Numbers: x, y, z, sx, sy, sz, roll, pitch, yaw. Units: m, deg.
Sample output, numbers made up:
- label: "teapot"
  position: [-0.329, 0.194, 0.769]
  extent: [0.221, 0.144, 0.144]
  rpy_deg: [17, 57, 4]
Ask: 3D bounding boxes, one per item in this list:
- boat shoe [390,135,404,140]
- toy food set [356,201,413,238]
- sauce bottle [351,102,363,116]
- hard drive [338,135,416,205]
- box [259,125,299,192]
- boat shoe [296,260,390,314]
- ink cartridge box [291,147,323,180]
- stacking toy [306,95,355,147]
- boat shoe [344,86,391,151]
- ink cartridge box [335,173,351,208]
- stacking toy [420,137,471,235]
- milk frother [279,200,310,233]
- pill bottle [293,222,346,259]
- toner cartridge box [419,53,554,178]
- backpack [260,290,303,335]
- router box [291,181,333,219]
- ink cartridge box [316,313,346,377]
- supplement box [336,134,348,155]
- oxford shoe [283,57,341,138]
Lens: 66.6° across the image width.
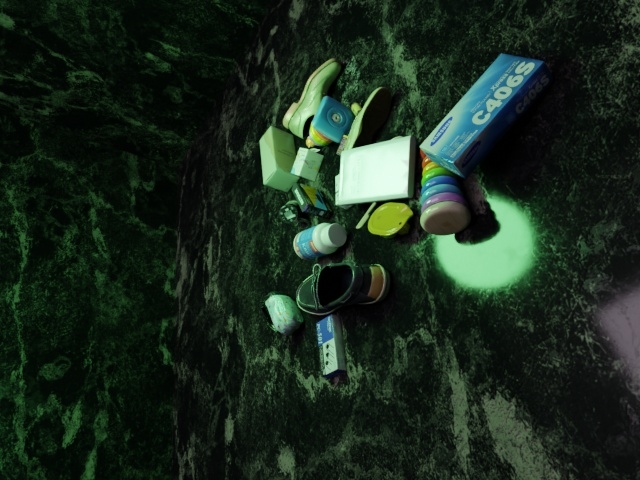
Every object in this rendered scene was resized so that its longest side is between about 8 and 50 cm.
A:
- label: "boat shoe"
  position: [0.257, -0.331, 1.764]
  extent: [0.137, 0.049, 0.043]
  rpy_deg: [-46, 1, 38]
- label: "toy food set"
  position: [0.235, -0.059, 1.655]
  extent: [0.218, 0.071, 0.128]
  rpy_deg: [15, 70, 56]
- label: "sauce bottle"
  position: [0.162, -0.522, 2.001]
  extent: [0.042, 0.042, 0.128]
  rpy_deg: [-55, 34, 27]
- label: "hard drive"
  position: [0.196, -0.241, 1.741]
  extent: [0.319, 0.040, 0.210]
  rpy_deg: [-2, 81, 46]
- label: "box"
  position: [-0.206, -0.404, 2.423]
  extent: [0.121, 0.148, 0.311]
  rpy_deg: [-44, 43, 38]
- label: "boat shoe"
  position: [0.037, 0.166, 1.768]
  extent: [0.500, 0.156, 0.186]
  rpy_deg: [-17, 63, 55]
- label: "ink cartridge box"
  position: [-0.058, -0.355, 2.219]
  extent: [0.092, 0.090, 0.143]
  rpy_deg: [27, 100, 58]
- label: "stacking toy"
  position: [0.008, -0.475, 2.140]
  extent: [0.302, 0.166, 0.175]
  rpy_deg: [-27, 38, 63]
- label: "boat shoe"
  position: [0.173, -0.456, 1.896]
  extent: [0.098, 0.109, 0.302]
  rpy_deg: [52, 125, 52]
- label: "ink cartridge box"
  position: [0.109, -0.207, 1.921]
  extent: [0.099, 0.056, 0.135]
  rpy_deg: [-31, 50, 46]
- label: "stacking toy"
  position: [0.361, -0.182, 1.471]
  extent: [0.141, 0.141, 0.330]
  rpy_deg: [-38, 39, 43]
- label: "milk frother"
  position: [-0.106, -0.102, 2.180]
  extent: [0.135, 0.129, 0.143]
  rpy_deg: [-61, -37, -76]
- label: "pill bottle"
  position: [0.000, 0.000, 1.929]
  extent: [0.222, 0.124, 0.124]
  rpy_deg: [-21, 59, 53]
- label: "toner cartridge box"
  position: [0.451, -0.347, 1.346]
  extent: [0.348, 0.075, 0.165]
  rpy_deg: [-49, 34, 5]
- label: "backpack"
  position: [-0.152, 0.301, 2.015]
  extent: [0.115, 0.152, 0.182]
  rpy_deg: [-50, 44, 26]
- label: "router box"
  position: [-0.036, -0.168, 2.056]
  extent: [0.046, 0.133, 0.179]
  rpy_deg: [-58, 35, 25]
- label: "ink cartridge box"
  position: [0.037, 0.382, 1.766]
  extent: [0.097, 0.046, 0.207]
  rpy_deg: [-40, 45, 41]
- label: "supplement box"
  position: [0.111, -0.383, 2.004]
  extent: [0.043, 0.055, 0.083]
  rpy_deg: [40, 109, 58]
- label: "oxford shoe"
  position: [-0.009, -0.659, 2.290]
  extent: [0.146, 0.140, 0.397]
  rpy_deg: [45, 113, 21]
